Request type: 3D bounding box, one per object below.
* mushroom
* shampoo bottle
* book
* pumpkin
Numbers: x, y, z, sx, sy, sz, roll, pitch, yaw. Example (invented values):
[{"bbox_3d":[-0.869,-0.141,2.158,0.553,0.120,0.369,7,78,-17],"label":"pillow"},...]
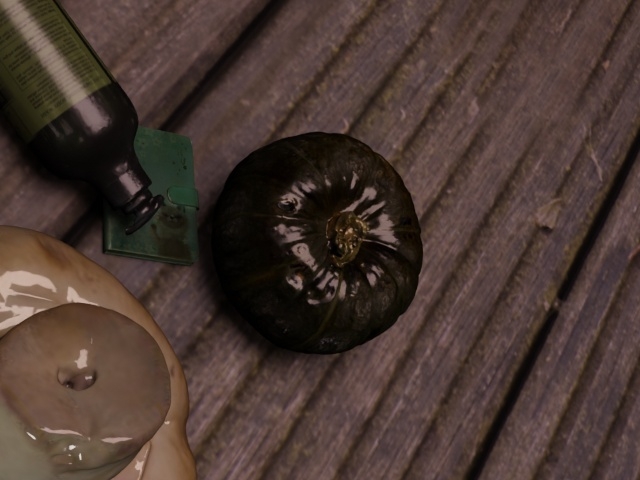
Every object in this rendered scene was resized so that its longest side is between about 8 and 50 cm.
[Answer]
[{"bbox_3d":[-0.247,0.139,0.966,0.353,0.353,0.325,9,34,-35],"label":"mushroom"},{"bbox_3d":[-0.238,-0.133,1.211,0.284,0.101,0.101,54,48,-6],"label":"shampoo bottle"},{"bbox_3d":[-0.162,-0.046,1.287,0.103,0.017,0.135,10,64,-34],"label":"book"},{"bbox_3d":[0.000,0.000,1.301,0.223,0.157,0.224,8,74,-27],"label":"pumpkin"}]
